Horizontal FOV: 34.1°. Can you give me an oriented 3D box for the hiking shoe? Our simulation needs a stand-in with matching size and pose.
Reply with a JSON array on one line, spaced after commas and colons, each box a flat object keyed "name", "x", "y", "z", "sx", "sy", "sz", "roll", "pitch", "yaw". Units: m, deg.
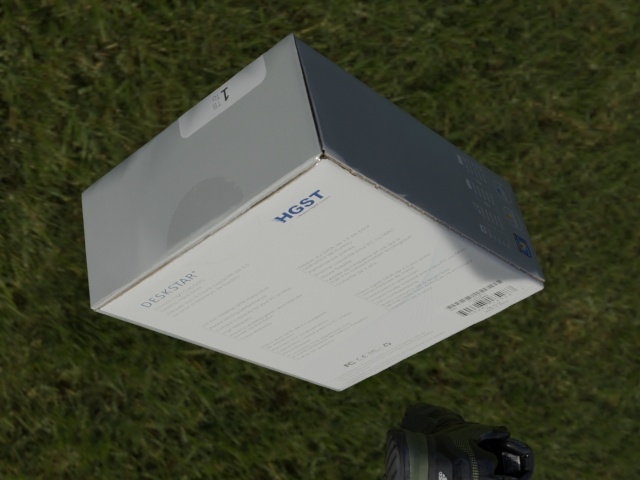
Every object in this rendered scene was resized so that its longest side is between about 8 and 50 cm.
[{"name": "hiking shoe", "x": 0.117, "y": 0.188, "z": 0.863, "sx": 0.114, "sy": 0.227, "sz": 0.086, "roll": 7, "pitch": 91, "yaw": 12}]

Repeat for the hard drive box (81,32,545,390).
[{"name": "hard drive box", "x": 0.000, "y": 0.000, "z": 0.657, "sx": 0.232, "sy": 0.181, "sz": 0.089, "roll": 26, "pitch": 41, "yaw": -46}]
